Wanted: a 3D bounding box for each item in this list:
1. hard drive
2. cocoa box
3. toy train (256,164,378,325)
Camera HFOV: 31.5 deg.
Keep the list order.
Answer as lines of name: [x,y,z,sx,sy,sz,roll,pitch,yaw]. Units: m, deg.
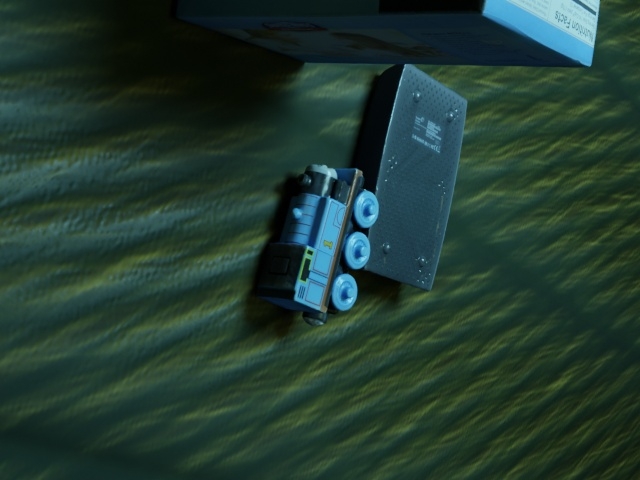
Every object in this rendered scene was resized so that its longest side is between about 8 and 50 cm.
hard drive: [0.104,-0.076,1.400,0.172,0.054,0.254,19,80,-52]
cocoa box: [0.071,-0.294,1.078,0.231,0.347,0.227,7,90,-54]
toy train: [0.000,0.000,1.259,0.105,0.080,0.184,26,75,-45]
